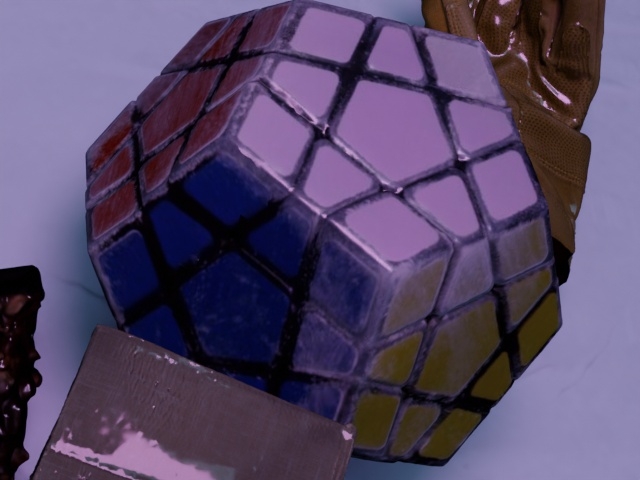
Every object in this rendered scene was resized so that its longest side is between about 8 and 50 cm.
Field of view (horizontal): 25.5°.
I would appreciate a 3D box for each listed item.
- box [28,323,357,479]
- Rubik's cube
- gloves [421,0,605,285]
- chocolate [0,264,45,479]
[{"bbox_3d":[-0.101,0.182,0.783,0.149,0.231,0.155,23,57,-7],"label":"box"},{"bbox_3d":[0.000,0.000,0.906,0.319,0.319,0.264,41,28,5],"label":"Rubik's cube"},{"bbox_3d":[0.145,-0.124,1.114,0.154,0.141,0.331,0,69,9],"label":"gloves"},{"bbox_3d":[-0.223,0.098,0.857,0.156,0.156,0.133,-15,85,-27],"label":"chocolate"}]
